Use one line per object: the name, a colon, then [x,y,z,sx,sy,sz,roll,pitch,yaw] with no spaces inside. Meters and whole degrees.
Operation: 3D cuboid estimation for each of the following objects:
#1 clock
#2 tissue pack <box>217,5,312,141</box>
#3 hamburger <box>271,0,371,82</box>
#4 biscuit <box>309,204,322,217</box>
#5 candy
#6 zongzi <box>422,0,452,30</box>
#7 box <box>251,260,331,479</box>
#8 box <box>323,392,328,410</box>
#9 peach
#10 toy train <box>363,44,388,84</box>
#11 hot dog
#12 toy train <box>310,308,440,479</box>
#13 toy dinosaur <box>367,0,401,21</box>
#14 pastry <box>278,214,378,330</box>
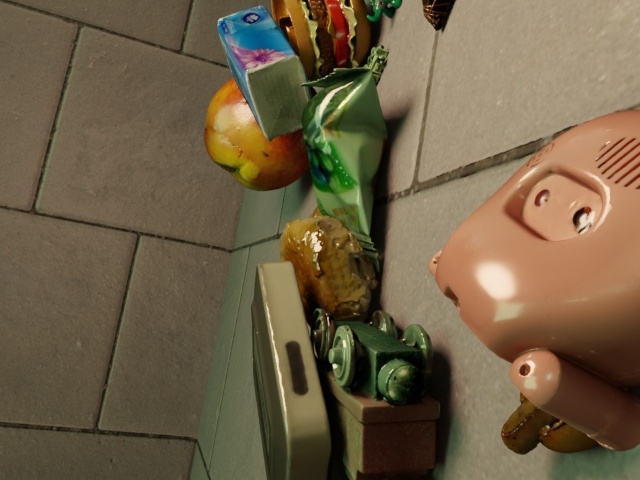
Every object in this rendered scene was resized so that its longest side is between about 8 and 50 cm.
clock: [0.217,-0.005,0.416,0.241,0.142,0.227,-53,22,15]
tissue pack: [-0.129,-0.404,1.247,0.198,0.146,0.263,74,170,-50]
hamburger: [0.013,-0.529,1.295,0.274,0.212,0.274,161,90,-82]
biscuit: [-0.003,-0.001,1.326,0.249,0.035,0.184,-98,27,-49]
candy: [0.047,-0.140,1.069,0.263,0.172,0.397,-161,70,-77]
zongzi: [0.214,-0.428,0.919,0.083,0.073,0.067,62,-162,-47]
box: [-0.065,0.276,0.922,0.367,0.090,0.373,-106,16,-47]
box: [0.013,0.309,1.032,0.098,0.062,0.045,134,139,-55]
peach: [-0.154,-0.332,1.548,0.370,0.370,0.370,-168,90,-73]
toy train: [0.126,-0.400,1.188,0.083,0.033,0.053,119,151,-42]
hot dog: [0.224,0.148,0.485,0.140,0.060,0.090,117,160,-45]
toy train: [0.068,0.223,0.789,0.304,0.150,0.221,-172,84,-76]
toy dinosaur: [0.128,-0.545,1.170,0.059,0.096,0.132,146,136,-67]
pastry: [0.013,0.069,1.028,0.257,0.121,0.236,67,157,10]
